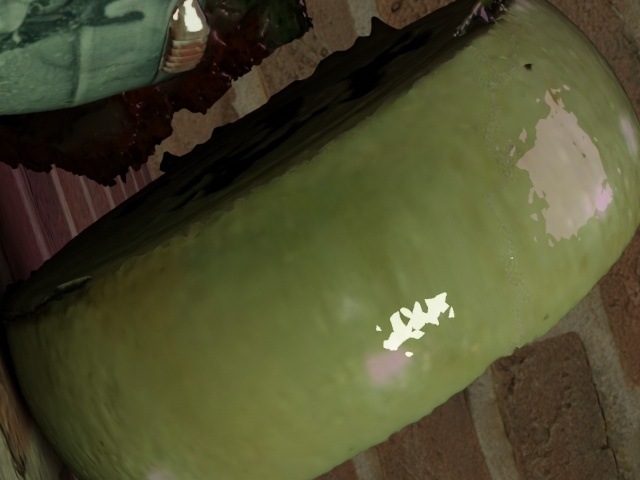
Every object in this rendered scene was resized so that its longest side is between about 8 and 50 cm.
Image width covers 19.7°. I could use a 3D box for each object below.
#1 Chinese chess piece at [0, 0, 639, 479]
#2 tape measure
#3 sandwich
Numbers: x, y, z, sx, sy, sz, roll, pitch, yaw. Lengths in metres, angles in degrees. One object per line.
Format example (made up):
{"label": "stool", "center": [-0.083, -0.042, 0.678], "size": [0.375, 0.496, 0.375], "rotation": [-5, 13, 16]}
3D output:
{"label": "Chinese chess piece", "center": [0.000, 0.000, 0.965], "size": [0.146, 0.349, 0.349], "rotation": [56, 2, -9]}
{"label": "tape measure", "center": [-0.143, -0.191, 0.895], "size": [0.275, 0.147, 0.256], "rotation": [-176, -106, -73]}
{"label": "sandwich", "center": [-0.133, -0.116, 1.098], "size": [0.235, 0.159, 0.079], "rotation": [10, -34, 45]}
